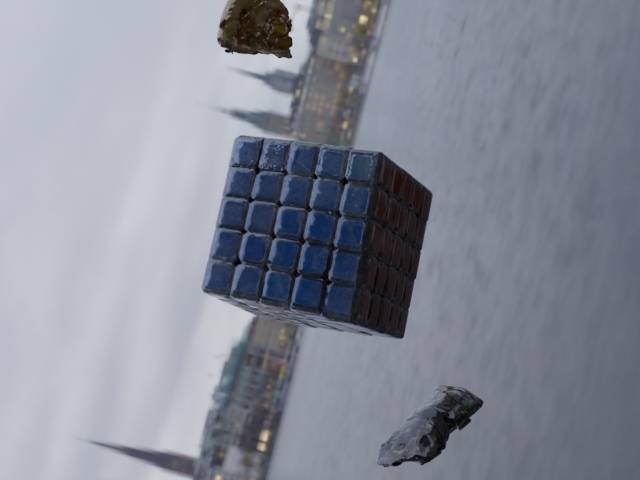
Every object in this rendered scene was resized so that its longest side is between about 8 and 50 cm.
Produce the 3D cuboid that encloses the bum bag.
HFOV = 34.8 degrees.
[{"bbox_3d":[0.191,0.315,1.741,0.102,0.069,0.248,-21,14,43],"label":"bum bag"}]

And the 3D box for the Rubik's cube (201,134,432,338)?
[{"bbox_3d":[0.000,0.000,1.446,0.238,0.237,0.237,32,-110,-65],"label":"Rubik's cube"}]

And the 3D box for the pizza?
[{"bbox_3d":[-0.107,-0.396,1.877,0.182,0.161,0.062,-47,7,-32],"label":"pizza"}]
